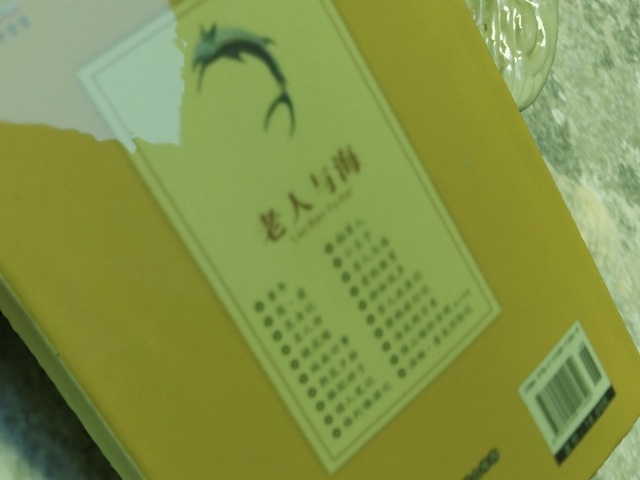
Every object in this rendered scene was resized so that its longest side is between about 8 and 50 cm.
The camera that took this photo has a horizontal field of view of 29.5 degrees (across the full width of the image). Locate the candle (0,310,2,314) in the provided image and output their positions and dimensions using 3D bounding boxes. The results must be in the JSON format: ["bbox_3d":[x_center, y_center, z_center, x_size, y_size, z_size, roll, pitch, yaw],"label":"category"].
[{"bbox_3d":[-0.169,0.065,0.441,0.051,0.048,0.329,39,46,-11],"label":"candle"}]

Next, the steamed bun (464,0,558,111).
[{"bbox_3d":[0.010,-0.150,0.656,0.218,0.144,0.211,-13,94,-39],"label":"steamed bun"}]

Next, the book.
[{"bbox_3d":[0.000,0.000,0.541,0.269,0.032,0.388,-39,110,-28],"label":"book"}]
